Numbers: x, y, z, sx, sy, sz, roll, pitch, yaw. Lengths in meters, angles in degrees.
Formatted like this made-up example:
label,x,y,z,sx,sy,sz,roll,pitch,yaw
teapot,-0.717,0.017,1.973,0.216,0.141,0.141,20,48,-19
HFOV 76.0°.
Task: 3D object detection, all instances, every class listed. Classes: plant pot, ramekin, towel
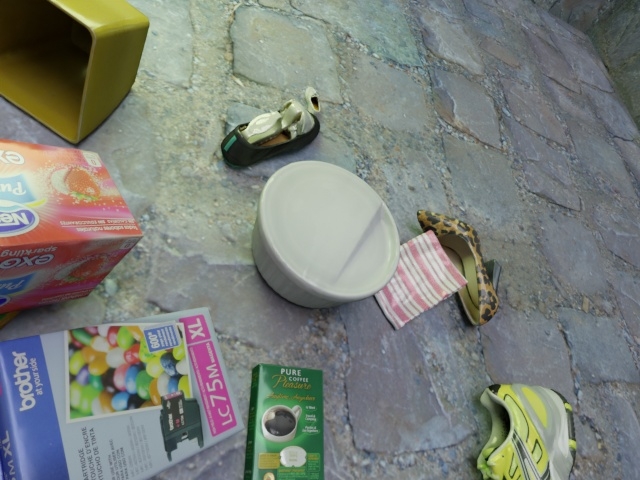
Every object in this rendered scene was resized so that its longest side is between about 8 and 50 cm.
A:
label,x,y,z,sx,sy,sz,roll,pitch,yaw
plant pot,-0.415,-0.332,0.679,0.212,0.212,0.187,35,39,-7
ramekin,0.000,0.000,0.749,0.273,0.127,0.272,13,57,-21
towel,0.193,0.075,0.845,0.197,0.029,0.144,-27,76,-21

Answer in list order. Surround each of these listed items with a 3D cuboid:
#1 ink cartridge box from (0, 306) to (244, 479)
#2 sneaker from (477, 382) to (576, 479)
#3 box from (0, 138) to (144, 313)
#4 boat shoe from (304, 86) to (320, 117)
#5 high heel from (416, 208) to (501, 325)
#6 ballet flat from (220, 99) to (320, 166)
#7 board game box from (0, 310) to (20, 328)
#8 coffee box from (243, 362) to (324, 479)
label,x,y,z,sx,sy,sz,roll,pitch,yaw
ink cartridge box,-0.245,0.191,0.478,0.311,0.065,0.185,-2,65,-51
sneaker,0.342,0.436,0.699,0.147,0.145,0.384,14,52,3
box,-0.373,-0.008,0.422,0.142,0.154,0.300,56,23,12
boat shoe,-0.016,-0.341,0.996,0.035,0.035,0.100,10,59,-23
high heel,0.296,0.056,0.900,0.261,0.093,0.186,38,52,-10
ballet flat,-0.081,-0.233,0.859,0.095,0.096,0.280,48,51,4
board game box,-0.453,0.064,0.525,0.124,0.039,0.259,36,54,-6
coffee box,-0.051,0.283,0.612,0.113,0.040,0.184,12,58,-23
